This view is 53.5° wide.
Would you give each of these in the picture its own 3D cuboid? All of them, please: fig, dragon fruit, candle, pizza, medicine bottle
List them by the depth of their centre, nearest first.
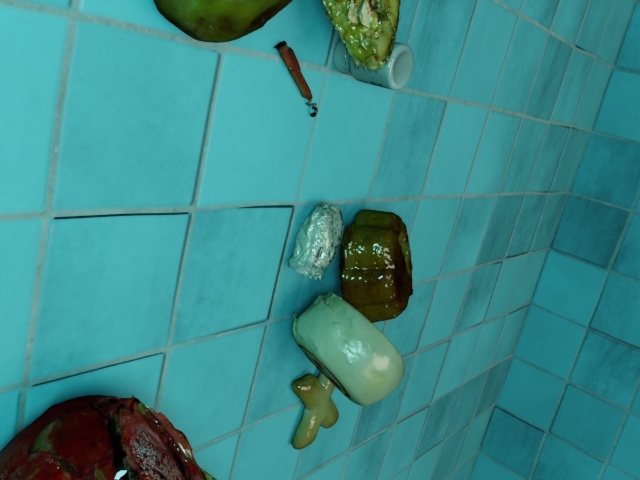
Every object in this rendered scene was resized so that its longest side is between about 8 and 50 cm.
[{"bbox_3d":[-0.067,-0.326,0.795,0.190,0.290,0.191,19,90,-82],"label":"fig"},{"bbox_3d":[-0.314,0.370,0.865,0.302,0.295,0.296,-51,145,-7],"label":"dragon fruit"},{"bbox_3d":[0.061,-0.449,1.022,0.288,0.073,0.251,56,40,-31],"label":"pizza"},{"bbox_3d":[-0.034,-0.273,1.085,0.026,0.021,0.167,-54,144,-16],"label":"candle"},{"bbox_3d":[0.093,-0.319,1.133,0.080,0.130,0.080,-30,131,-41],"label":"medicine bottle"}]

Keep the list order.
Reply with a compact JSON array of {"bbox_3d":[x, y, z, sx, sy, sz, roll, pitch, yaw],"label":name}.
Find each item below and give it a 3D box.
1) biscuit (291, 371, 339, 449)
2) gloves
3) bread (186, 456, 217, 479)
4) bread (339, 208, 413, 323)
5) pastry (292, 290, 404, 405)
[{"bbox_3d":[-0.005,0.385,1.512,0.164,0.047,0.208,-29,132,-43],"label":"biscuit"},{"bbox_3d":[0.003,0.001,1.260,0.114,0.070,0.153,18,93,-56],"label":"gloves"},{"bbox_3d":[-0.272,0.483,1.125,0.158,0.148,0.143,-30,135,-50],"label":"bread"},{"bbox_3d":[0.119,0.047,1.377,0.232,0.135,0.247,-70,150,-46],"label":"bread"},{"bbox_3d":[0.053,0.228,1.315,0.133,0.264,0.265,-44,142,-11],"label":"pastry"}]
